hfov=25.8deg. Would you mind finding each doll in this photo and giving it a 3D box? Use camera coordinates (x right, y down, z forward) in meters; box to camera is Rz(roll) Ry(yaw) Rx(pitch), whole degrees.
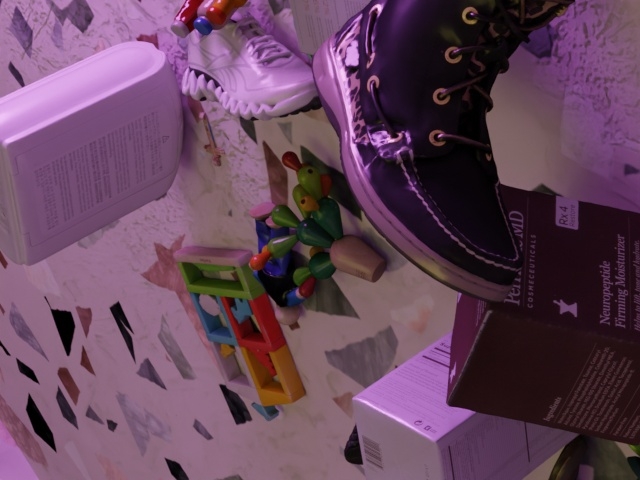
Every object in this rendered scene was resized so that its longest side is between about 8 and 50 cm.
[{"bbox_3d":[-0.057,0.044,1.989,0.129,0.046,0.189,29,137,42],"label":"doll"}]

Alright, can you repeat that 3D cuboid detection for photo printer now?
[{"bbox_3d":[-0.328,-0.131,1.978,0.107,0.307,0.256,39,146,32],"label":"photo printer"}]

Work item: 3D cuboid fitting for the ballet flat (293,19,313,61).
[{"bbox_3d":[0.036,-0.199,1.651,0.070,0.070,0.188,-18,102,58],"label":"ballet flat"}]

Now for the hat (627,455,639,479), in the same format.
[{"bbox_3d":[0.319,0.347,1.455,0.173,0.183,0.208,54,-168,30],"label":"hat"}]

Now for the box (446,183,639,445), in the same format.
[{"bbox_3d":[0.246,0.074,1.377,0.203,0.168,0.167,12,140,-3],"label":"box"}]

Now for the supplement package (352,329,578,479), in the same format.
[{"bbox_3d":[0.175,0.196,1.588,0.134,0.244,0.139,23,132,44],"label":"supplement package"}]

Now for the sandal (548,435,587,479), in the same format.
[{"bbox_3d":[0.300,0.324,1.695,0.060,0.090,0.219,21,129,16],"label":"sandal"}]

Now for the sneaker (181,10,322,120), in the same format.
[{"bbox_3d":[-0.090,-0.223,1.758,0.292,0.110,0.118,23,121,50],"label":"sneaker"}]

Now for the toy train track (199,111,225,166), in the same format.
[{"bbox_3d":[-0.161,-0.144,2.013,0.048,0.014,0.083,15,127,49],"label":"toy train track"}]

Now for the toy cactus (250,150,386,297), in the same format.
[{"bbox_3d":[0.000,0.000,1.834,0.180,0.112,0.219,30,130,25],"label":"toy cactus"}]

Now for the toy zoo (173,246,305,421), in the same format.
[{"bbox_3d":[-0.120,0.149,2.182,0.192,0.030,0.293,2,118,54],"label":"toy zoo"}]

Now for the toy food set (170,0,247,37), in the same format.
[{"bbox_3d":[-0.176,-0.324,1.746,0.232,0.104,0.111,24,155,23],"label":"toy food set"}]

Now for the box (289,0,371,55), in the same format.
[{"bbox_3d":[0.051,-0.267,1.530,0.170,0.091,0.130,22,132,46],"label":"box"}]

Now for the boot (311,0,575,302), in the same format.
[{"bbox_3d":[0.144,-0.156,1.281,0.284,0.138,0.377,-51,37,27],"label":"boot"}]

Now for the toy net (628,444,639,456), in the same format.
[{"bbox_3d":[0.401,0.271,1.419,0.122,0.045,0.232,34,-165,-53],"label":"toy net"}]

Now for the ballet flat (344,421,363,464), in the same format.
[{"bbox_3d":[0.072,0.273,2.007,0.173,0.057,0.049,109,165,-50],"label":"ballet flat"}]
